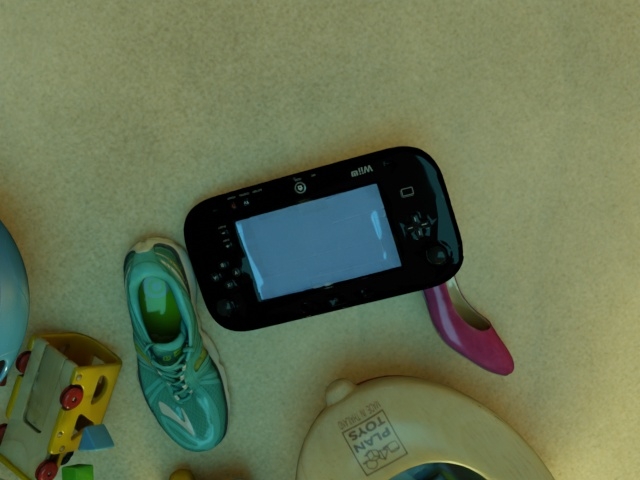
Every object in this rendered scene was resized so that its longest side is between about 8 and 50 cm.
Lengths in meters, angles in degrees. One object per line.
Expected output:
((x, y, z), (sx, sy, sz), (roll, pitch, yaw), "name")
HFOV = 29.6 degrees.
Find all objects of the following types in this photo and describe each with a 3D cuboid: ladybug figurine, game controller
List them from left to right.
((0.000, 0.000, 1.396), (0.319, 0.067, 0.166), (-15, 109, 17), "game controller")
((0.138, 0.338, 1.488), (0.305, 0.162, 0.449), (-29, 106, 5), "ladybug figurine")

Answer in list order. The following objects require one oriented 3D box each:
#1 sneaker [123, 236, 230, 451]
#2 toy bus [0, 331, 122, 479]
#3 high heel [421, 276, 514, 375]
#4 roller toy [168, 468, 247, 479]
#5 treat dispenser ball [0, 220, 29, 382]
((-0.180, 0.134, 1.433), (0.107, 0.110, 0.275), (-16, 107, 0), "sneaker")
((-0.311, 0.210, 1.448), (0.202, 0.104, 0.191), (-24, 76, 34), "toy bus")
((0.170, 0.052, 1.454), (0.244, 0.082, 0.117), (44, 107, -2), "high heel")
((-0.130, 0.394, 1.467), (0.146, 0.191, 0.209), (-16, 106, 0), "roller toy")
((-0.460, 0.067, 1.302), (0.288, 0.288, 0.288), (-1, 106, -4), "treat dispenser ball")
